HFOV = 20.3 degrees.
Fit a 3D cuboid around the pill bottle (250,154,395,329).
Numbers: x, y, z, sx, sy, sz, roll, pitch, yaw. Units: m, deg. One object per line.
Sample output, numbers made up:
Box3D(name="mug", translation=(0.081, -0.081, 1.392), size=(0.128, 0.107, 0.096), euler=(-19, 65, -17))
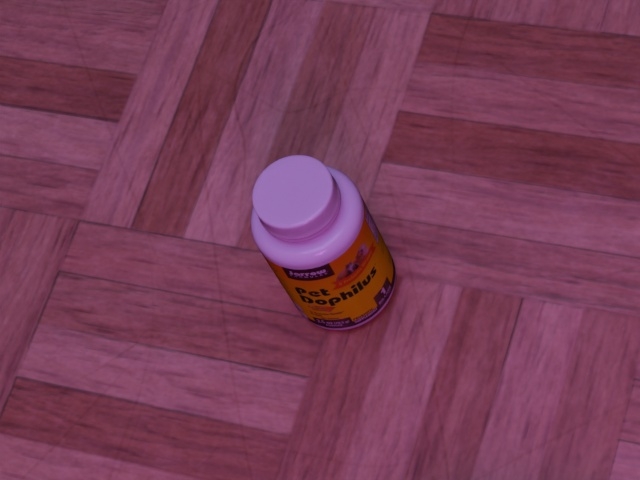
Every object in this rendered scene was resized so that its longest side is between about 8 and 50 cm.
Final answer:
Box3D(name="pill bottle", translation=(0.000, 0.000, 1.832), size=(0.117, 0.215, 0.117), euler=(-7, 61, 14))
